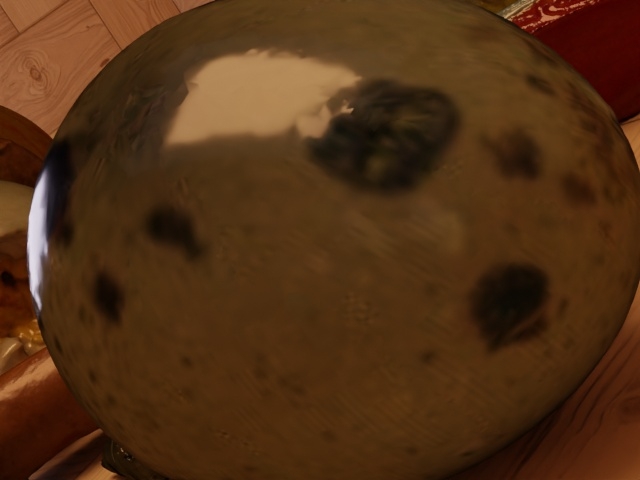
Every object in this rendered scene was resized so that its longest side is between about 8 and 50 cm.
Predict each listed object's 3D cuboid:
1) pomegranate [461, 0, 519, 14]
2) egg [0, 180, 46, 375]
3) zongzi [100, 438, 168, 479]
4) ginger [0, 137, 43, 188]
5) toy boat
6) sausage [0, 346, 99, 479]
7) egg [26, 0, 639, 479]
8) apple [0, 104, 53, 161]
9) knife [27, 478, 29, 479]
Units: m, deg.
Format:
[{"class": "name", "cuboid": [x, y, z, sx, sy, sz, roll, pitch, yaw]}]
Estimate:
[{"class": "pomegranate", "cuboid": [0.133, -0.286, 1.819, 0.358, 0.310, 0.216, -51, -4, 6]}, {"class": "egg", "cuboid": [-0.362, 0.072, 1.649, 0.278, 0.278, 0.336, -37, 14, -15]}, {"class": "zongzi", "cuboid": [-0.135, 0.138, 1.348, 0.154, 0.062, 0.130, -59, 15, -16]}, {"class": "ginger", "cuboid": [-0.345, 0.002, 1.854, 0.133, 0.309, 0.107, -4, 34, 21]}, {"class": "toy boat", "cuboid": [0.237, -0.182, 1.482, 0.332, 0.145, 0.133, -27, 26, 4]}, {"class": "sausage", "cuboid": [-0.222, 0.139, 1.469, 0.271, 0.108, 0.109, -27, 14, -12]}, {"class": "egg", "cuboid": [0.004, 0.000, 1.003, 0.428, 0.345, 0.345, -11, 26, 45]}, {"class": "apple", "cuboid": [-0.546, -0.030, 2.242, 0.400, 0.333, 0.400, -29, 16, 9]}, {"class": "knife", "cuboid": [-0.274, 0.250, 1.417, 0.054, 0.015, 0.212, -37, 16, -11]}]
